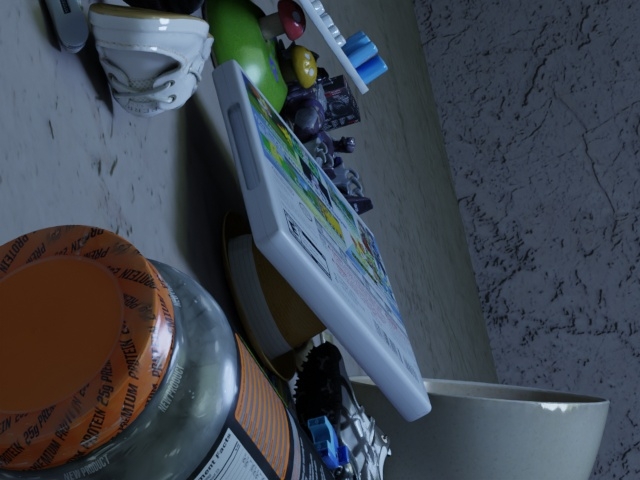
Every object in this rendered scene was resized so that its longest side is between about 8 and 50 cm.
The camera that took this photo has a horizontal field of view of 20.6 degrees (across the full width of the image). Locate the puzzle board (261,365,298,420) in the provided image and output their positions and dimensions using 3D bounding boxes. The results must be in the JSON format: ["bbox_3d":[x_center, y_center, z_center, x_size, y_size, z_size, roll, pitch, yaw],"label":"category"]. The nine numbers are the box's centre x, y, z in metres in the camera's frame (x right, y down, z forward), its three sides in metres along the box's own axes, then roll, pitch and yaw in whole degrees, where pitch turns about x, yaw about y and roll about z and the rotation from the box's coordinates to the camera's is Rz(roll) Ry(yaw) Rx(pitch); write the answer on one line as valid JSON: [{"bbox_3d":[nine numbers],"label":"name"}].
[{"bbox_3d":[-0.035,0.206,1.894,0.096,0.011,0.128,49,27,-65],"label":"puzzle board"}]

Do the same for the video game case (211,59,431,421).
[{"bbox_3d":[0.000,0.000,1.898,0.329,0.036,0.300,50,15,-39],"label":"video game case"}]

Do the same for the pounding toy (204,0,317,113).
[{"bbox_3d":[-0.053,-0.205,2.137,0.183,0.110,0.237,35,40,-73],"label":"pounding toy"}]

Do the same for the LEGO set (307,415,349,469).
[{"bbox_3d":[-0.006,0.268,1.753,0.093,0.087,0.227,60,19,-50],"label":"LEGO set"}]

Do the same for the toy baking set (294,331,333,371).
[{"bbox_3d":[-0.031,0.069,2.078,0.256,0.030,0.197,59,15,-53],"label":"toy baking set"}]

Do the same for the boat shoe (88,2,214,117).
[{"bbox_3d":[-0.152,-0.159,1.610,0.277,0.098,0.096,2,99,-82],"label":"boat shoe"}]

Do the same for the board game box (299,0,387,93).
[{"bbox_3d":[-0.069,-0.407,2.196,0.390,0.050,0.390,58,5,23],"label":"board game box"}]

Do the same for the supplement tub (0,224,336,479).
[{"bbox_3d":[-0.114,0.140,1.123,0.316,0.193,0.194,61,17,-49],"label":"supplement tub"}]

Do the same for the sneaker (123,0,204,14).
[{"bbox_3d":[-0.175,-0.352,1.632,0.281,0.106,0.162,58,33,-40],"label":"sneaker"}]

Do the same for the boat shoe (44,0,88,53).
[{"bbox_3d":[-0.223,-0.209,1.517,0.035,0.035,0.100,134,-61,-71],"label":"boat shoe"}]

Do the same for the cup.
[{"bbox_3d":[0.182,0.298,2.162,0.331,0.331,0.237,11,83,-78],"label":"cup"}]

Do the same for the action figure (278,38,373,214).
[{"bbox_3d":[-0.008,-0.151,2.328,0.285,0.099,0.185,-100,163,-45],"label":"action figure"}]

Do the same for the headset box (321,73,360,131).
[{"bbox_3d":[0.017,-0.206,2.615,0.032,0.062,0.083,-96,164,-45],"label":"headset box"}]

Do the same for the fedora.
[{"bbox_3d":[-0.042,0.050,1.887,0.194,0.079,0.194,-19,90,-79],"label":"fedora"}]

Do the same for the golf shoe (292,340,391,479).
[{"bbox_3d":[0.028,0.211,1.959,0.094,0.077,0.198,3,75,-41],"label":"golf shoe"}]
